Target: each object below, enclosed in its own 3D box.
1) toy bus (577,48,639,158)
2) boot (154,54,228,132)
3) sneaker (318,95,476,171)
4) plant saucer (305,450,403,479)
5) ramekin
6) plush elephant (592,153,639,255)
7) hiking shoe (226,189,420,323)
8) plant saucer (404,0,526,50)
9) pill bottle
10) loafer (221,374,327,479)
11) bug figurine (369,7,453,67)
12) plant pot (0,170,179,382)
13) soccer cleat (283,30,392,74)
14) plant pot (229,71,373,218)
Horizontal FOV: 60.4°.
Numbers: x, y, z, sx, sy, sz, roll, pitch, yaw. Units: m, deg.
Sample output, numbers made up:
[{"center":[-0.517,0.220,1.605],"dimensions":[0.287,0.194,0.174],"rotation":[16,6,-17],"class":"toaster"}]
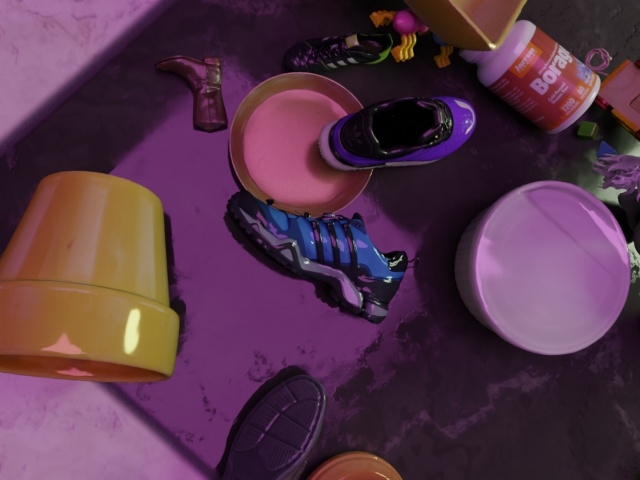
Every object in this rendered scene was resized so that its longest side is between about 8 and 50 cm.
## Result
[{"center":[0.573,-0.235,0.976],"dimensions":[0.104,0.191,0.202],"rotation":[14,82,-54],"class":"toy bus"},{"center":[-0.200,-0.226,0.856],"dimensions":[0.106,0.037,0.114],"rotation":[-4,91,-10],"class":"boot"},{"center":[0.155,-0.172,0.846],"dimensions":[0.293,0.146,0.102],"rotation":[-18,92,-27],"class":"sneaker"},{"center":[0.055,0.431,0.844],"dimensions":[0.200,0.037,0.200],"rotation":[3,81,-19],"class":"plant saucer"},{"center":[0.347,0.044,0.900],"dimensions":[0.273,0.127,0.273],"rotation":[1,86,-11],"class":"ramekin"},{"center":[0.601,-0.042,0.855],"dimensions":[0.330,0.255,0.272],"rotation":[-6,47,18],"class":"plush elephant"},{"center":[0.000,0.000,0.843],"dimensions":[0.304,0.113,0.132],"rotation":[35,83,-18],"class":"hiking shoe"},{"center":[0.171,-0.455,0.834],"dimensions":[0.333,0.081,0.333],"rotation":[43,52,-10],"class":"plant saucer"},{"center":[0.346,-0.287,0.926],"dimensions":[0.216,0.121,0.121],"rotation":[34,80,-7],"class":"pill bottle"},{"center":[-0.083,0.342,0.822],"dimensions":[0.109,0.095,0.302],"rotation":[25,75,23],"class":"loafer"},{"center":[0.135,-0.407,0.885],"dimensions":[0.279,0.072,0.216],"rotation":[56,46,-5],"class":"bug figurine"},{"center":[-0.306,0.051,0.718],"dimensions":[0.254,0.254,0.239],"rotation":[6,69,-11],"class":"plant pot"},{"center":[0.029,-0.308,0.887],"dimensions":[0.179,0.072,0.060],"rotation":[-11,88,-12],"class":"soccer cleat"},{"center":[-0.028,-0.150,0.885],"dimensions":[0.236,0.032,0.236],"rotation":[1,86,-12],"class":"plant pot"}]
